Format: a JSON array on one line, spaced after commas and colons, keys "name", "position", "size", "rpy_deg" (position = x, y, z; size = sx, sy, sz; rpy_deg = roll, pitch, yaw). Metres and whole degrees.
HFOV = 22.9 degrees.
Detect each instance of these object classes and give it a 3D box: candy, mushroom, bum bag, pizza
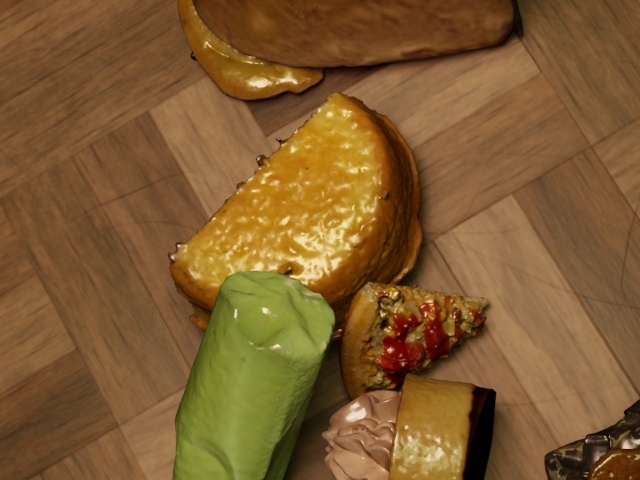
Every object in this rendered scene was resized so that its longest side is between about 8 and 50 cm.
[{"name": "candy", "position": [-0.085, 0.188, 1.752], "size": [0.142, 0.343, 0.132], "rpy_deg": [14, 37, -5]}, {"name": "mushroom", "position": [0.026, -0.352, 1.844], "size": [0.397, 0.313, 0.224], "rpy_deg": [-9, 70, 4]}, {"name": "bum bag", "position": [0.364, 0.235, 1.790], "size": [0.248, 0.069, 0.102], "rpy_deg": [-33, 70, 2]}, {"name": "pizza", "position": [0.117, 0.110, 1.826], "size": [0.199, 0.188, 0.062], "rpy_deg": [-18, 47, -18]}]

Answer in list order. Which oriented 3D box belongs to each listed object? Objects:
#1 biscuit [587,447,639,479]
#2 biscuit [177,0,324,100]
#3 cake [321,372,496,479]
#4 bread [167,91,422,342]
[{"name": "biscuit", "position": [0.423, 0.340, 1.734], "size": [0.257, 0.049, 0.272], "rpy_deg": [-16, 87, 2]}, {"name": "biscuit", "position": [-0.084, -0.294, 1.990], "size": [0.203, 0.041, 0.260], "rpy_deg": [-33, 77, 1]}, {"name": "cake", "position": [0.092, 0.239, 1.776], "size": [0.178, 0.208, 0.185], "rpy_deg": [10, 97, 17]}, {"name": "bread", "position": [0.000, 0.000, 1.829], "size": [0.340, 0.194, 0.179], "rpy_deg": [-45, 64, -7]}]
